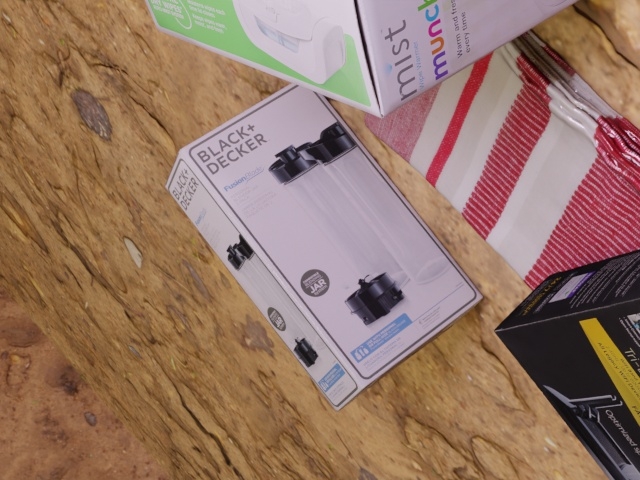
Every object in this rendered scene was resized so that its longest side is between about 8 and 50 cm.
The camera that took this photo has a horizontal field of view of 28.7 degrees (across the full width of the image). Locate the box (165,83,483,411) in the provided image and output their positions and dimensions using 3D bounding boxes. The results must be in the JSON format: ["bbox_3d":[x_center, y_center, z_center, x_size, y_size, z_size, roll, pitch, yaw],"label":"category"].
[{"bbox_3d":[0.000,0.000,1.235,0.290,0.169,0.087,53,155,9],"label":"box"}]

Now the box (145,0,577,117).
[{"bbox_3d":[0.030,-0.216,0.852,0.262,0.231,0.126,27,142,45],"label":"box"}]

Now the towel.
[{"bbox_3d":[0.166,-0.057,1.028,0.329,0.037,0.237,47,154,19],"label":"towel"}]

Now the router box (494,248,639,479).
[{"bbox_3d":[0.303,0.146,0.933,0.309,0.081,0.243,52,156,-7],"label":"router box"}]
